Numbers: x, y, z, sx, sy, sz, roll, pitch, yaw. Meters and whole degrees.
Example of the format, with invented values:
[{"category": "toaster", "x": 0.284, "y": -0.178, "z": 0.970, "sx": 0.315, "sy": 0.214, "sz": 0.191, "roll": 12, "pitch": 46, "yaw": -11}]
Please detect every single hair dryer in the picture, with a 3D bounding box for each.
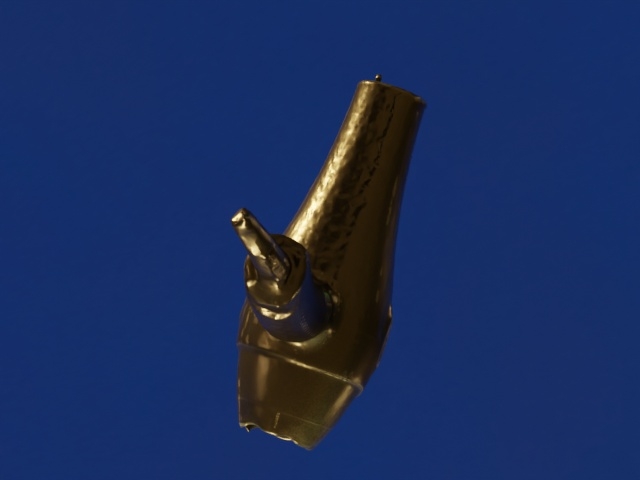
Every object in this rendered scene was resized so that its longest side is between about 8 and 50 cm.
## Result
[{"category": "hair dryer", "x": 0.000, "y": 0.000, "z": 1.107, "sx": 0.091, "sy": 0.272, "sz": 0.236, "roll": 18, "pitch": -95, "yaw": 8}]
